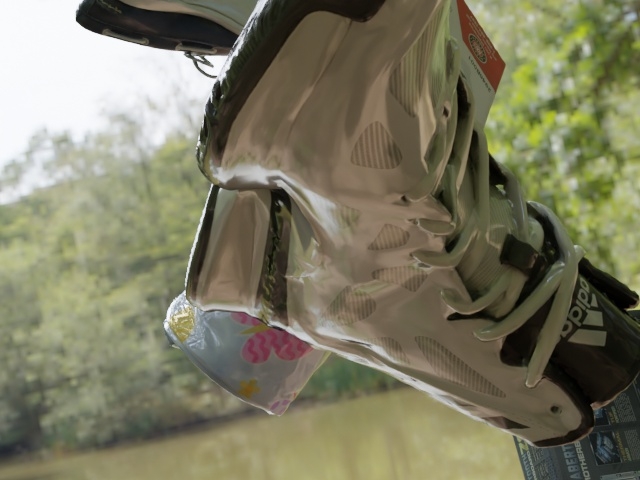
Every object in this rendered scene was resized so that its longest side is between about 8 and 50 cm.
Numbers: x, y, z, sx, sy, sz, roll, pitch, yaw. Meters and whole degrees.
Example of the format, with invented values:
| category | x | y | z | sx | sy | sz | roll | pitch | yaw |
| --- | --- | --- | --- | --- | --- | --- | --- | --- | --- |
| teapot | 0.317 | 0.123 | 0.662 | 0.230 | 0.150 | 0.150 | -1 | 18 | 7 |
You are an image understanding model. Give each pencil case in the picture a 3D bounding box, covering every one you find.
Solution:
| category | x | y | z | sx | sy | sz | roll | pitch | yaw |
| --- | --- | --- | --- | --- | --- | --- | --- | --- | --- |
| pencil case | 0.000 | 0.000 | 1.148 | 0.273 | 0.124 | 0.113 | -52 | 0 | 4 |

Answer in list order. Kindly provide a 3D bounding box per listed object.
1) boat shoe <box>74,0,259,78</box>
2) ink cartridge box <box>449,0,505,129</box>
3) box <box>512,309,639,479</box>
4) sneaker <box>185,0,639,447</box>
| category | x | y | z | sx | sy | sz | roll | pitch | yaw |
| --- | --- | --- | --- | --- | --- | --- | --- | --- | --- |
| boat shoe | -0.131 | -0.222 | 1.522 | 0.254 | 0.095 | 0.079 | 2 | -39 | -46 |
| ink cartridge box | 0.049 | -0.147 | 1.335 | 0.114 | 0.197 | 0.273 | -24 | 23 | 31 |
| box | 0.270 | 0.179 | 1.369 | 0.183 | 0.232 | 0.059 | -3 | -27 | -23 |
| sneaker | 0.078 | -0.031 | 0.781 | 0.257 | 0.169 | 0.447 | 24 | -21 | 2 |
